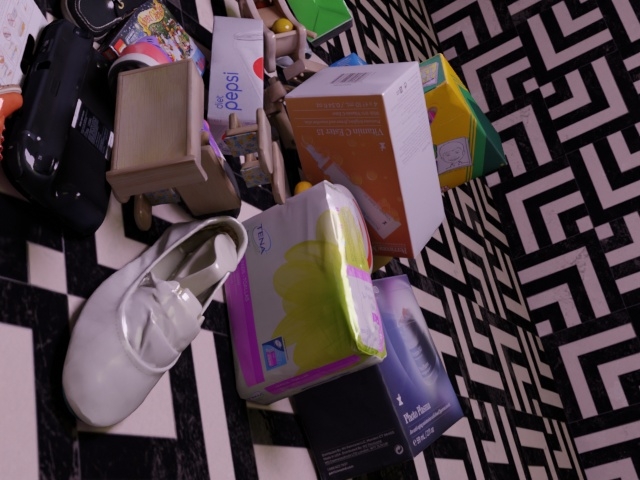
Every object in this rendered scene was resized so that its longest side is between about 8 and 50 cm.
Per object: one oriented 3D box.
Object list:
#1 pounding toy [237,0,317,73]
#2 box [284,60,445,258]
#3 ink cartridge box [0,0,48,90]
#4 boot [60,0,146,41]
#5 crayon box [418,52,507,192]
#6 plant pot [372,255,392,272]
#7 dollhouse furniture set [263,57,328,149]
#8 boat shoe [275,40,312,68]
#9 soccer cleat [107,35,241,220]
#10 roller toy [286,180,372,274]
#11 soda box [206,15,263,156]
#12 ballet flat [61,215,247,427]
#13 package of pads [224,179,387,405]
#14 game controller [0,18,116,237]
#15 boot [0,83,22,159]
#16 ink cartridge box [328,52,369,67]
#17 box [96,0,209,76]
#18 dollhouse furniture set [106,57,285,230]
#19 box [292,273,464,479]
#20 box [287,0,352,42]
[{"bbox_3d":[-0.078,-0.465,1.594,0.269,0.155,0.154,-123,-159,-48],"label":"pounding toy"},{"bbox_3d":[0.095,-0.157,1.533,0.168,0.215,0.345,-47,131,-46],"label":"box"},{"bbox_3d":[-0.429,-0.294,0.955,0.232,0.066,0.189,77,9,-54],"label":"ink cartridge box"},{"bbox_3d":[-0.286,-0.402,1.187,0.085,0.179,0.236,54,26,-24],"label":"boot"},{"bbox_3d":[0.185,-0.213,1.744,0.313,0.363,0.106,38,36,-45],"label":"crayon box"},{"bbox_3d":[0.125,0.013,1.755,0.081,0.083,0.081,49,30,-32],"label":"plant pot"},{"bbox_3d":[-0.043,-0.276,1.601,0.144,0.151,0.123,-8,75,-63],"label":"dollhouse furniture set"},{"bbox_3d":[-0.065,-0.429,1.783,0.081,0.079,0.227,57,22,-9],"label":"boat shoe"},{"bbox_3d":[-0.204,-0.160,1.179,0.116,0.109,0.318,-82,150,-49],"label":"soccer cleat"},{"bbox_3d":[0.000,0.000,1.437,0.191,0.146,0.209,-61,133,-67],"label":"roller toy"},{"bbox_3d":[-0.154,-0.285,1.408,0.091,0.098,0.286,104,-13,-50],"label":"soda box"},{"bbox_3d":[-0.193,0.072,1.001,0.139,0.139,0.400,57,26,-18],"label":"ballet flat"},{"bbox_3d":[-0.032,0.078,1.201,0.101,0.229,0.296,30,42,-53],"label":"package of pads"},{"bbox_3d":[-0.330,-0.156,1.039,0.166,0.067,0.319,61,21,-46],"label":"game controller"},{"bbox_3d":[-0.386,-0.123,0.886,0.084,0.059,0.158,60,33,-19],"label":"boot"},{"bbox_3d":[0.062,-0.319,1.854,0.086,0.148,0.203,25,46,-57],"label":"ink cartridge box"},{"bbox_3d":[-0.273,-0.297,1.281,0.159,0.044,0.233,52,27,-28],"label":"box"},{"bbox_3d":[-0.173,-0.087,1.010,0.242,0.212,0.161,67,15,-57],"label":"dollhouse furniture set"},{"bbox_3d":[0.085,0.228,1.362,0.296,0.183,0.294,-4,70,-65],"label":"box"},{"bbox_3d":[-0.028,-0.628,1.917,0.262,0.127,0.231,61,7,-9],"label":"box"}]
